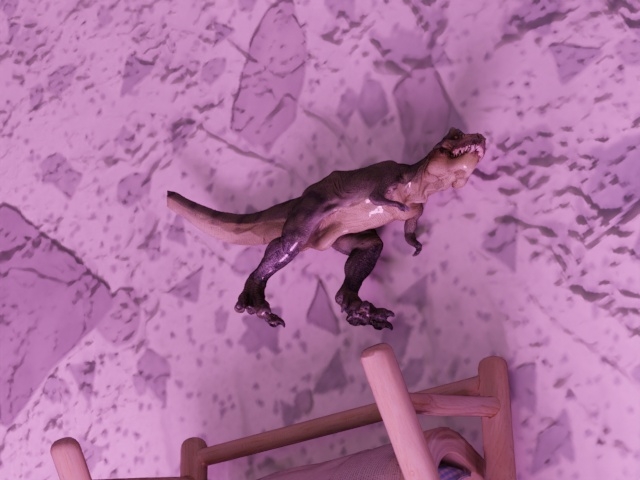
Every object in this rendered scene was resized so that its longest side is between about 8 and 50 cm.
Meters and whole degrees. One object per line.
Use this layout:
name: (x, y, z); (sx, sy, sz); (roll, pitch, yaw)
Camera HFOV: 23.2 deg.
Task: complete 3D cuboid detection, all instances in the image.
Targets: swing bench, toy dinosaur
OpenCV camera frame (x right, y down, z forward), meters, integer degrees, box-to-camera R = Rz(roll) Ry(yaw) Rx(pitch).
swing bench: (-0.005, 0.217, 0.937); (0.253, 0.165, 0.254); (-18, 75, 29)
toy dinosaur: (0.000, 0.000, 1.044); (0.268, 0.064, 0.118); (-11, 59, 32)
